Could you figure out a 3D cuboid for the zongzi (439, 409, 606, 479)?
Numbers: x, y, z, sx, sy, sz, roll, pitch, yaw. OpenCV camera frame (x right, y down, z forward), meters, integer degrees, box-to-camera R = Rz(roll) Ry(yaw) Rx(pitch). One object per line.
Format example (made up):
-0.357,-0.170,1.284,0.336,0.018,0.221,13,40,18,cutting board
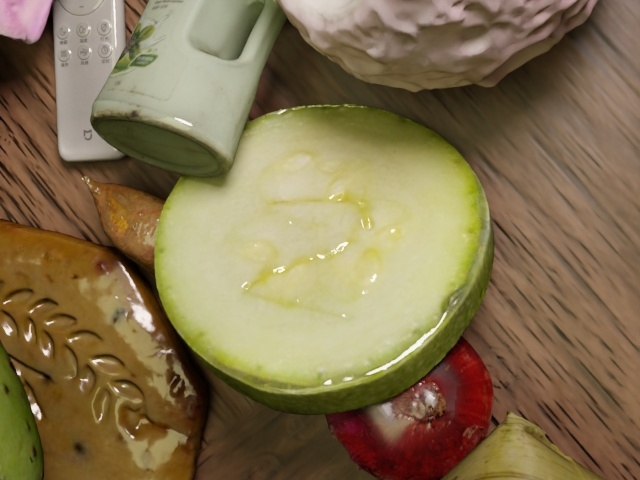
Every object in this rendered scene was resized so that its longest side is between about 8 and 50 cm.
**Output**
0.148,0.294,0.705,0.273,0.145,0.300,31,124,-13,zongzi

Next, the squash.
0.000,0.000,0.709,0.251,0.049,0.252,-5,60,9,squash

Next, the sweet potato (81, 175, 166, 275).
-0.098,0.011,0.790,0.226,0.068,0.068,22,98,3,sweet potato

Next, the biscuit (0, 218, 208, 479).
-0.266,0.158,0.848,0.358,0.046,0.360,1,93,13,biscuit

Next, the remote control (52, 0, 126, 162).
-0.202,-0.199,0.821,0.067,0.029,0.261,-1,92,16,remote control

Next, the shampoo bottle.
-0.082,-0.172,0.739,0.118,0.087,0.234,13,69,22,shampoo bottle

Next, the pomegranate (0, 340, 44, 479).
-0.371,0.164,0.676,0.284,0.340,0.285,2,98,16,pomegranate

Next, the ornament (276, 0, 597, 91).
0.083,-0.229,0.638,0.259,0.225,0.260,31,131,43,ornament

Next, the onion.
0.068,0.122,0.720,0.131,0.131,0.131,1,93,15,onion

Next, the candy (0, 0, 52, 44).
-0.266,-0.306,0.769,0.155,0.115,0.265,27,99,31,candy
